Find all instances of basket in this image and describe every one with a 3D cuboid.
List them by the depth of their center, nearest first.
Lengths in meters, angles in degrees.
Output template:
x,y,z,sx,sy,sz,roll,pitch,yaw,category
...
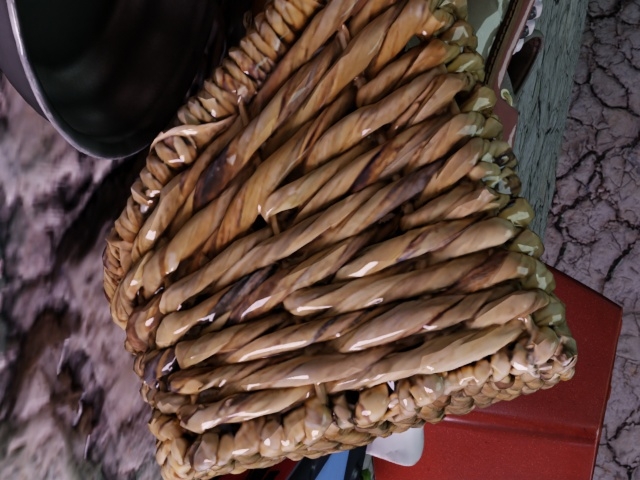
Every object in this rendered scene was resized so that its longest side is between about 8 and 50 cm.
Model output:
x,y,z,sx,sy,sz,roll,pitch,yaw,category
0.000,-0.006,0.628,0.299,0.213,0.223,31,42,-77,basket

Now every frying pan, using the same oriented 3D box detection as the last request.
x,y,z,sx,sy,sz,roll,pitch,yaw,category
-0.094,-0.149,0.408,0.326,0.053,0.197,54,47,-69,frying pan

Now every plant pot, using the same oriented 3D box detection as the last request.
x,y,z,sx,sy,sz,roll,pitch,yaw,category
0.209,0.172,1.388,0.267,0.235,0.267,81,25,-51,plant pot

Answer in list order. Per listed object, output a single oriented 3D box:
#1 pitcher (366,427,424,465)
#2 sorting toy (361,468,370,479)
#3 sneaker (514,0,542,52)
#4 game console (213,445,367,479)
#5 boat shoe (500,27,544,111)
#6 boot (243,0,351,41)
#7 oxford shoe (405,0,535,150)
x,y,z,sx,sy,sz,roll,pitch,yaw,category
0.080,0.077,1.115,0.178,0.125,0.207,-104,-149,-76,pitcher
0.033,0.280,1.213,0.061,0.042,0.102,-82,168,-80,sorting toy
0.145,-0.271,1.113,0.292,0.110,0.118,102,-28,-44,sneaker
-0.044,0.296,0.892,0.386,0.060,0.342,-42,140,-65,game console
0.166,-0.151,1.278,0.305,0.091,0.109,-62,157,-48,boat shoe
0.005,-0.164,0.603,0.295,0.104,0.211,-77,175,-69,boot
0.071,-0.169,0.841,0.123,0.130,0.348,162,-64,-66,oxford shoe
